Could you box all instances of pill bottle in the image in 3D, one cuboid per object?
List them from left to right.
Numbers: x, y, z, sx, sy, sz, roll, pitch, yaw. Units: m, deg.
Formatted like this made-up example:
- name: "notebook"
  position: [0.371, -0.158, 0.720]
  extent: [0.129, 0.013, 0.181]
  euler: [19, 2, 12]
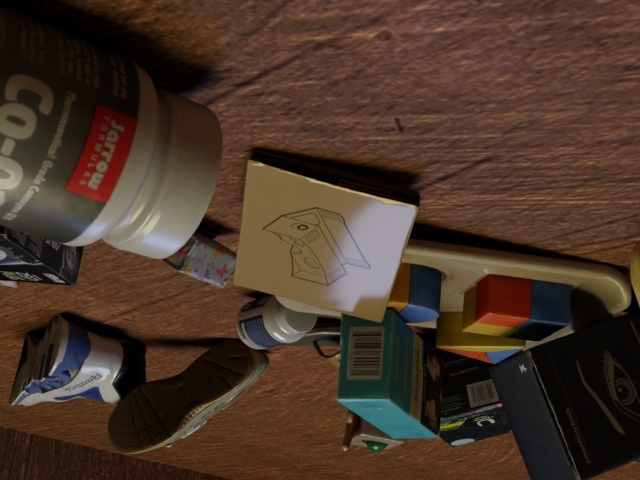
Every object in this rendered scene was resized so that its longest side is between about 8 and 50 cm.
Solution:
- name: "pill bottle"
  position: [-0.229, -0.089, 1.052]
  extent: [0.283, 0.161, 0.161]
  euler: [20, 160, -31]
- name: "pill bottle"
  position: [-0.054, 0.102, 1.731]
  extent: [0.067, 0.067, 0.120]
  euler: [18, 161, -26]

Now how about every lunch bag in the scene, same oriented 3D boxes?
- name: "lunch bag"
  position: [-0.145, 0.010, 1.510]
  extent: [0.071, 0.053, 0.083]
  euler: [25, -178, -42]

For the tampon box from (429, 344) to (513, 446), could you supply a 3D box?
- name: "tampon box"
  position: [0.204, 0.205, 1.821]
  extent: [0.120, 0.101, 0.161]
  euler: [-17, 155, 16]

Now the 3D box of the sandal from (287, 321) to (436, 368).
- name: "sandal"
  position: [0.056, 0.154, 1.854]
  extent: [0.219, 0.060, 0.090]
  euler: [9, 163, 1]

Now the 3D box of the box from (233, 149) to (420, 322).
- name: "box"
  position: [0.000, 0.000, 1.323]
  extent: [0.164, 0.021, 0.201]
  euler: [15, 143, 1]

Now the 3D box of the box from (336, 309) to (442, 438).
- name: "box"
  position: [0.082, 0.155, 1.514]
  extent: [0.060, 0.101, 0.244]
  euler: [-2, 163, 18]

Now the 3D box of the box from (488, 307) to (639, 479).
- name: "box"
  position: [0.315, 0.170, 1.484]
  extent: [0.207, 0.153, 0.108]
  euler: [-15, 169, -21]

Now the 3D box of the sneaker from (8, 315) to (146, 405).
- name: "sneaker"
  position: [-0.385, 0.219, 2.177]
  extent: [0.182, 0.127, 0.315]
  euler: [19, 159, -22]

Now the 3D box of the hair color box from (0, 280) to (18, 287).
- name: "hair color box"
  position: [-0.414, 0.017, 1.688]
  extent: [0.072, 0.043, 0.141]
  euler: [11, 162, -7]

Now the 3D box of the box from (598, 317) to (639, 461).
- name: "box"
  position: [0.439, 0.194, 1.618]
  extent: [0.233, 0.159, 0.044]
  euler: [11, 163, -8]

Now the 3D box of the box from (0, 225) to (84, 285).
- name: "box"
  position: [-0.368, -0.014, 1.505]
  extent: [0.147, 0.078, 0.180]
  euler: [3, 162, 16]

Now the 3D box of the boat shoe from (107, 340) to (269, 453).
- name: "boat shoe"
  position: [-0.205, 0.253, 2.096]
  extent: [0.285, 0.105, 0.089]
  euler: [-29, 159, 20]

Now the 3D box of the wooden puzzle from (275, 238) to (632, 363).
- name: "wooden puzzle"
  position: [0.132, 0.076, 1.531]
  extent: [0.347, 0.081, 0.322]
  euler: [12, 163, -9]

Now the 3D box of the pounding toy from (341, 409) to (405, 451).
- name: "pounding toy"
  position: [0.076, 0.270, 2.079]
  extent: [0.100, 0.141, 0.130]
  euler: [13, 162, -10]

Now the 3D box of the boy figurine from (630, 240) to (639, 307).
- name: "boy figurine"
  position: [0.435, 0.050, 1.280]
  extent: [0.285, 0.092, 0.177]
  euler: [10, 166, -13]
